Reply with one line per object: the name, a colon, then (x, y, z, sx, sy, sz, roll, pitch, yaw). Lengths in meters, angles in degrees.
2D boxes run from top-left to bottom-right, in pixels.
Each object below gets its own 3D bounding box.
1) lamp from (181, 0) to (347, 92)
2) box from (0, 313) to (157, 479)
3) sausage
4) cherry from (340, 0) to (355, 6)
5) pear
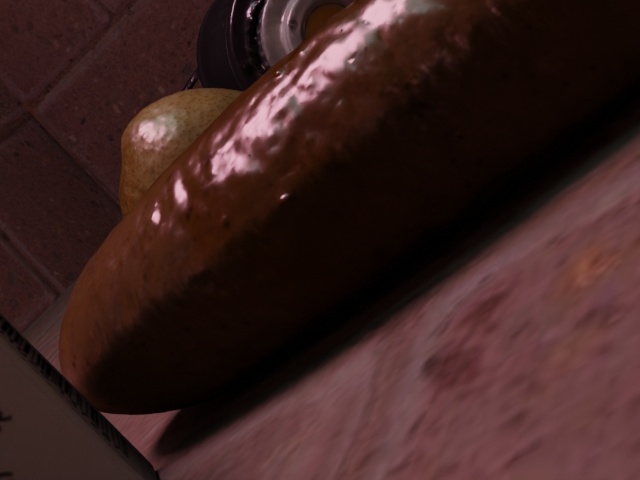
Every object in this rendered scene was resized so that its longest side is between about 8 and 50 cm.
lamp: (-0.030, -0.212, 1.206, 0.374, 0.205, 0.272, -55, 15, 13)
box: (-0.265, 0.077, 0.507, 0.210, 0.330, 0.095, -44, 11, -9)
sausage: (0.030, -0.054, 0.533, 0.501, 0.123, 0.136, -39, 8, 21)
cherry: (0.117, -0.342, 0.954, 0.335, 0.291, 0.326, -5, 17, 12)
pear: (-0.083, -0.042, 0.840, 0.167, 0.137, 0.167, 15, -90, -79)
